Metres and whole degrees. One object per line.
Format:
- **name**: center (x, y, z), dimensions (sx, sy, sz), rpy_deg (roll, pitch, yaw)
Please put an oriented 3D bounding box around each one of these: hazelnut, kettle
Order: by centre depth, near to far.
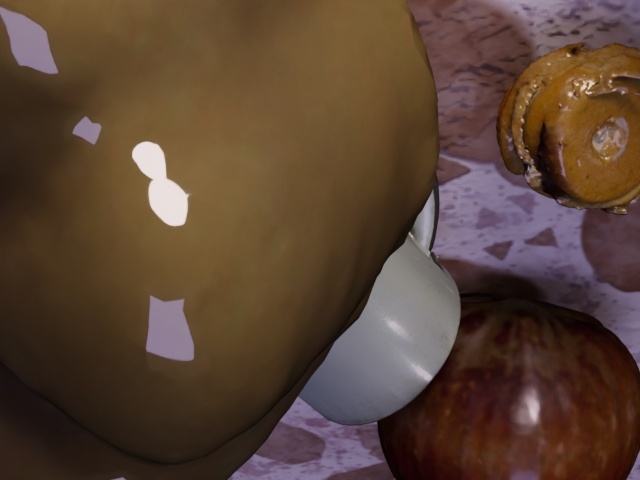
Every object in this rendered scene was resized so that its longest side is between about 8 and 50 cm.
- **kettle**: center (0.000, 0.000, 0.947), dimensions (0.221, 0.161, 0.236), rpy_deg (-43, 123, 8)
- **hazelnut**: center (0.167, 0.156, 1.069), dimensions (0.234, 0.218, 0.218), rpy_deg (2, 140, 1)

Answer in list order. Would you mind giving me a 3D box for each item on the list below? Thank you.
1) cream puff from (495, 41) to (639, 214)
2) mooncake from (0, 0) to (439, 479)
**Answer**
- **cream puff**: center (0.188, -0.082, 0.856), dimensions (0.133, 0.104, 0.119), rpy_deg (31, 101, -39)
- **mooncake**: center (-0.175, -0.055, 0.679), dimensions (0.467, 0.262, 0.467), rpy_deg (21, 132, 25)
